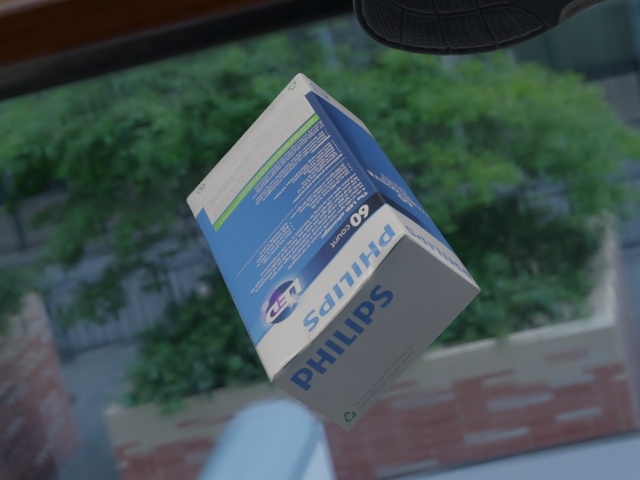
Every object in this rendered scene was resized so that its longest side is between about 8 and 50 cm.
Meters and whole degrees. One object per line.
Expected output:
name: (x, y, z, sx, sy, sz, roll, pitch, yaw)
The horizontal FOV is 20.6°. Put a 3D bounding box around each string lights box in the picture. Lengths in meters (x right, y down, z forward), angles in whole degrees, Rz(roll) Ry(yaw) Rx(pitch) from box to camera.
string lights box: (0.000, 0.000, 1.227, 0.133, 0.076, 0.260, -47, 31, 11)

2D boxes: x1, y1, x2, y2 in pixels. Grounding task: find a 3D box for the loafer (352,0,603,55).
loafer: (0.177, -0.231, 1.449, 0.302, 0.109, 0.095, -14, 26, 17)
